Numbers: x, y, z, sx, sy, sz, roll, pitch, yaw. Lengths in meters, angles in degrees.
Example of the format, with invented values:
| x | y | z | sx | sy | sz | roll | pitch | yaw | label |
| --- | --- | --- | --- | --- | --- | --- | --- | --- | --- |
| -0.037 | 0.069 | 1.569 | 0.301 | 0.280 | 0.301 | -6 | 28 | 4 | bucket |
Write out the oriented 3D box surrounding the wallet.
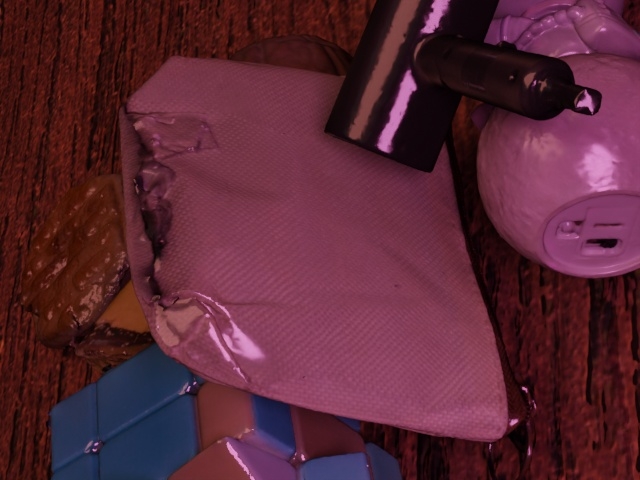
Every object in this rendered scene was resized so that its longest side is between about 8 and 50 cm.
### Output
| x | y | z | sx | sy | sz | roll | pitch | yaw | label |
| --- | --- | --- | --- | --- | --- | --- | --- | --- | --- |
| 0.003 | -0.002 | 0.900 | 0.068 | 0.275 | 0.335 | 123 | 148 | -42 | wallet |

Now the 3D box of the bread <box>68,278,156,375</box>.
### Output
| x | y | z | sx | sy | sz | roll | pitch | yaw | label |
| --- | --- | --- | --- | --- | --- | --- | --- | --- | --- |
| -0.097 | 0.094 | 1.076 | 0.152 | 0.147 | 0.127 | 17 | 66 | 46 | bread |

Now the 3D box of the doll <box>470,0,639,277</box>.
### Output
| x | y | z | sx | sy | sz | roll | pitch | yaw | label |
| --- | --- | --- | --- | --- | --- | --- | --- | --- | --- |
| 0.168 | -0.111 | 0.913 | 0.151 | 0.151 | 0.287 | -33 | 40 | 30 | doll |

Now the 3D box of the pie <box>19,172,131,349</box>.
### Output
| x | y | z | sx | sy | sz | roll | pitch | yaw | label |
| --- | --- | --- | --- | --- | --- | --- | --- | --- | --- |
| -0.240 | 0.023 | 1.369 | 0.195 | 0.046 | 0.195 | -28 | 45 | 32 | pie |

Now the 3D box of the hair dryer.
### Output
| x | y | z | sx | sy | sz | roll | pitch | yaw | label |
| --- | --- | --- | --- | --- | --- | --- | --- | --- | --- |
| 0.106 | -0.125 | 0.807 | 0.248 | 0.078 | 0.195 | 34 | 104 | 61 | hair dryer |

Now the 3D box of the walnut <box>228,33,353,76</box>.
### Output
| x | y | z | sx | sy | sz | roll | pitch | yaw | label |
| --- | --- | --- | --- | --- | --- | --- | --- | --- | --- |
| -0.020 | -0.057 | 1.077 | 0.178 | 0.178 | 0.230 | -32 | 55 | 31 | walnut |

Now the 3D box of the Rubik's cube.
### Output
| x | y | z | sx | sy | sz | roll | pitch | yaw | label |
| --- | --- | --- | --- | --- | --- | --- | --- | --- | --- |
| -0.072 | 0.192 | 0.909 | 0.265 | 0.224 | 0.213 | -33 | 44 | 22 | Rubik's cube |
